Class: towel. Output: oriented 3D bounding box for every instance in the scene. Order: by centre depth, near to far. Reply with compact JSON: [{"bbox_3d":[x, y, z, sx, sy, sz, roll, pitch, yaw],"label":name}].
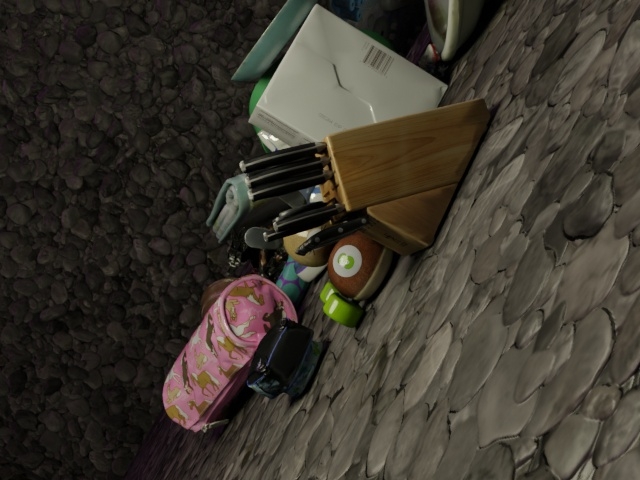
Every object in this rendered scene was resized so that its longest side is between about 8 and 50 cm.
[{"bbox_3d":[-0.105,-0.122,2.138,0.320,0.090,0.374,-25,-6,-21],"label":"towel"}]

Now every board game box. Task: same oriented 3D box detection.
[{"bbox_3d":[0.176,-0.527,1.781,0.390,0.050,0.390,-61,-26,-10],"label":"board game box"}]

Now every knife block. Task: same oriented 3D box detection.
[{"bbox_3d":[0.044,-0.098,1.055,0.276,0.242,0.088,-62,8,-15],"label":"knife block"}]

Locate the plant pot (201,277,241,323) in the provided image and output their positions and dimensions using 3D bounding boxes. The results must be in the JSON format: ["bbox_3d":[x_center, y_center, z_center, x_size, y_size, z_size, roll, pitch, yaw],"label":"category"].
[{"bbox_3d":[-0.196,0.197,1.920,0.167,0.167,0.165,-56,16,34],"label":"plant pot"}]

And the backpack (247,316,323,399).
[{"bbox_3d":[-0.055,0.181,1.272,0.114,0.084,0.105,-42,20,57],"label":"backpack"}]

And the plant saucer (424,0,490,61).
[{"bbox_3d":[0.238,-0.512,1.486,0.400,0.100,0.400,-6,-90,-89],"label":"plant saucer"}]

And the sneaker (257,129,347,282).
[{"bbox_3d":[-0.034,-0.110,1.642,0.323,0.236,0.130,-59,7,9],"label":"sneaker"}]

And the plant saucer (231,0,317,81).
[{"bbox_3d":[-0.051,-0.405,1.568,0.317,0.043,0.317,-51,10,12],"label":"plant saucer"}]

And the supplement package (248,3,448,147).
[{"bbox_3d":[0.044,-0.233,1.488,0.204,0.262,0.145,-61,8,-9],"label":"supplement package"}]

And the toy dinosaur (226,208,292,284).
[{"bbox_3d":[-0.124,0.051,2.164,0.218,0.164,0.322,-15,-60,-74],"label":"toy dinosaur"}]

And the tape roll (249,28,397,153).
[{"bbox_3d":[0.020,-0.276,1.729,0.321,0.321,0.077,-54,52,42],"label":"tape roll"}]

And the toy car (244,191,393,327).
[{"bbox_3d":[0.000,0.000,1.186,0.155,0.188,0.149,-60,7,6],"label":"toy car"}]

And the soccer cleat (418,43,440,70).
[{"bbox_3d":[0.189,-0.318,1.526,0.035,0.029,0.083,-18,-12,5],"label":"soccer cleat"}]

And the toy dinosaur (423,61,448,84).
[{"bbox_3d":[0.192,-0.273,1.524,0.082,0.047,0.090,97,180,-50],"label":"toy dinosaur"}]

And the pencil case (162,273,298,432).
[{"bbox_3d":[-0.182,0.226,1.682,0.160,0.167,0.386,-38,-12,-44],"label":"pencil case"}]

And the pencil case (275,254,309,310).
[{"bbox_3d":[-0.064,0.099,1.725,0.070,0.064,0.152,-13,46,63],"label":"pencil case"}]
